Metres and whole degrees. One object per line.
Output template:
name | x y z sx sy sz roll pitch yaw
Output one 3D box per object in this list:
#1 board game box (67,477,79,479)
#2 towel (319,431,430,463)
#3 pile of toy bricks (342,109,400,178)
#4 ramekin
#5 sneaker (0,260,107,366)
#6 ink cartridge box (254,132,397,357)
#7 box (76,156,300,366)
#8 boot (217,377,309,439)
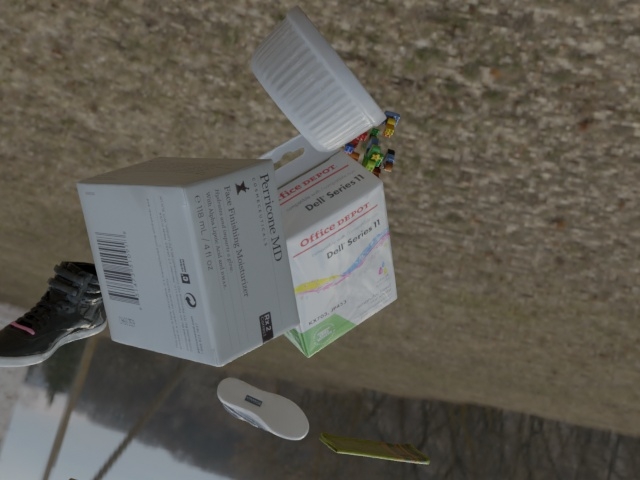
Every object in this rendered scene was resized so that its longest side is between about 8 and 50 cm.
board game box | -0.517 0.590 1.805 0.045 0.193 0.147 -7 119 51
towel | 0.121 0.460 2.031 0.237 0.021 0.102 13 180 -24
pile of toy bricks | 0.099 -0.169 1.861 0.118 0.105 0.212 14 142 -9
ramekin | -0.010 -0.224 1.319 0.207 0.109 0.207 51 -173 -8
sneaker | -0.485 0.119 1.628 0.104 0.147 0.295 22 -158 23
ink cartridge box | 0.000 0.000 1.488 0.119 0.207 0.354 41 155 39
box | -0.134 0.013 0.933 0.181 0.181 0.119 5 -159 43
boot | -0.104 0.320 1.713 0.190 0.069 0.086 28 157 16
